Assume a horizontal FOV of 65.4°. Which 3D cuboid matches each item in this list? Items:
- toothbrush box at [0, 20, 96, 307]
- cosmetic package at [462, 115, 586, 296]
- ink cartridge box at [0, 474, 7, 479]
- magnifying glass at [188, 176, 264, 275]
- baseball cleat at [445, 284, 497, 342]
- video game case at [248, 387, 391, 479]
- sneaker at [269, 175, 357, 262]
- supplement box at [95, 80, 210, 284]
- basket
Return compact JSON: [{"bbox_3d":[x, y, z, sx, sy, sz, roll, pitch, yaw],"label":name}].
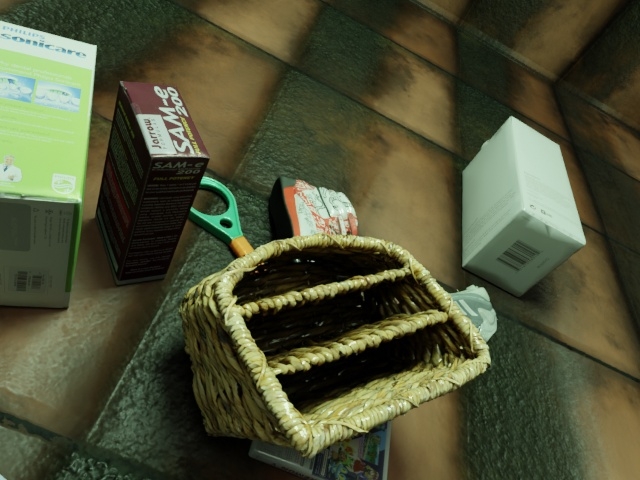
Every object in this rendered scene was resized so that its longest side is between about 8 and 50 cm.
[{"bbox_3d":[-0.354,-0.090,0.612,0.122,0.206,0.283,5,49,-28],"label":"toothbrush box"},{"bbox_3d":[0.429,-0.087,1.105,0.155,0.197,0.366,27,44,-7],"label":"cosmetic package"},{"bbox_3d":[-0.255,0.266,0.322,0.311,0.065,0.186,41,42,-2],"label":"ink cartridge box"},{"bbox_3d":[-0.149,-0.018,0.808,0.092,0.026,0.231,-21,65,-42],"label":"magnifying glass"},{"bbox_3d":[0.243,0.138,0.875,0.205,0.072,0.110,-12,65,-34],"label":"baseball cleat"},{"bbox_3d":[0.014,0.229,0.684,0.183,0.023,0.201,26,42,-9],"label":"video game case"},{"bbox_3d":[0.000,-0.001,0.828,0.144,0.090,0.270,11,40,-21],"label":"sneaker"},{"bbox_3d":[-0.226,-0.065,0.642,0.073,0.239,0.130,-8,57,-37],"label":"supplement box"},{"bbox_3d":[0.015,0.090,0.586,0.299,0.223,0.214,-8,81,-36],"label":"basket"}]
